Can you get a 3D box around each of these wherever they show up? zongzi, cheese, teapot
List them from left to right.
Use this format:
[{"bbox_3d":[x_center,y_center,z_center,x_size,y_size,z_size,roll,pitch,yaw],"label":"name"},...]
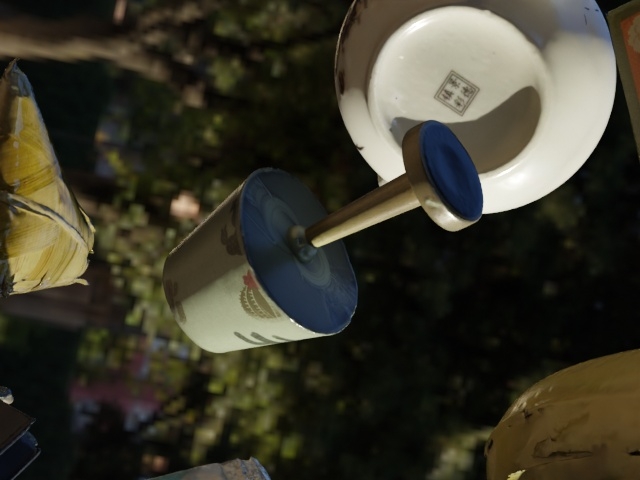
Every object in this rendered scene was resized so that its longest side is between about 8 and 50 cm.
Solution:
[{"bbox_3d":[-0.246,-0.051,1.620,0.194,0.099,0.197,3,100,-75],"label":"zongzi"},{"bbox_3d":[0.129,-0.140,1.424,0.300,0.208,0.166,-53,168,13],"label":"teapot"},{"bbox_3d":[0.250,0.143,1.063,0.316,0.259,0.128,-22,-130,66],"label":"cheese"}]

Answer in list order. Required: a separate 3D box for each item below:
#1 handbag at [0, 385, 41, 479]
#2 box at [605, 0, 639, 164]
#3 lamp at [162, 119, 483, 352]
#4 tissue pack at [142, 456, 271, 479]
[{"bbox_3d":[-0.450,0.173,1.869,0.269,0.325,0.118,-41,151,-30],"label":"handbag"},{"bbox_3d":[0.301,-0.069,1.224,0.148,0.177,0.195,-26,-115,39],"label":"box"},{"bbox_3d":[0.000,0.000,1.246,0.214,0.121,0.121,-25,-134,29],"label":"lamp"},{"bbox_3d":[-0.086,0.444,2.025,0.356,0.193,0.266,-121,-158,-54],"label":"tissue pack"}]
